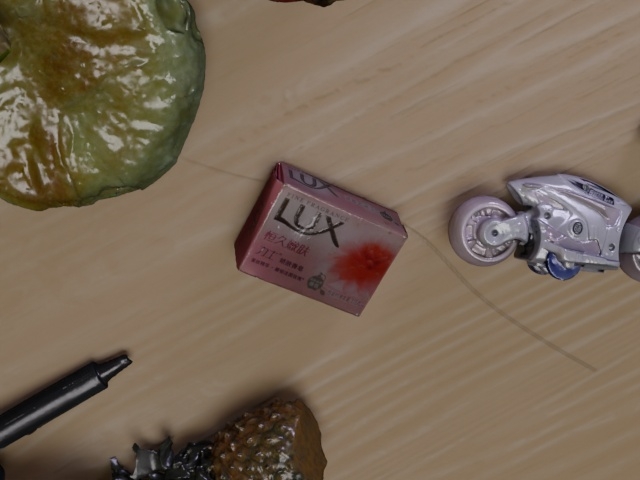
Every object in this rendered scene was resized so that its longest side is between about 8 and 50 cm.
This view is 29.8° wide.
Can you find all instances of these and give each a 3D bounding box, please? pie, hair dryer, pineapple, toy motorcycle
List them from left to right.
[{"bbox_3d":[-0.320,0.175,1.268,0.255,0.070,0.128,-32,118,1],"label":"hair dryer"},{"bbox_3d":[-0.245,-0.157,1.081,0.306,0.071,0.306,-2,119,-4],"label":"pie"},{"bbox_3d":[-0.123,0.253,1.319,0.251,0.125,0.125,-19,121,13],"label":"pineapple"},{"bbox_3d":[0.257,-0.014,1.236,0.254,0.112,0.112,5,118,-10],"label":"toy motorcycle"}]

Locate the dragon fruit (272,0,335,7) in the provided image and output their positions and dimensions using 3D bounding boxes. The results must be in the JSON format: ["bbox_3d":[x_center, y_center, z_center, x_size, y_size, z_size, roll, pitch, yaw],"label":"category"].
[{"bbox_3d":[-0.024,-0.304,0.945,0.244,0.244,0.299,-41,157,14],"label":"dragon fruit"}]

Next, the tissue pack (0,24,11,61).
[{"bbox_3d":[-0.421,-0.116,0.952,0.274,0.200,0.167,-30,104,25],"label":"tissue pack"}]

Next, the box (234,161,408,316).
[{"bbox_3d":[0.000,0.000,1.216,0.156,0.060,0.111,21,112,-20],"label":"box"}]
